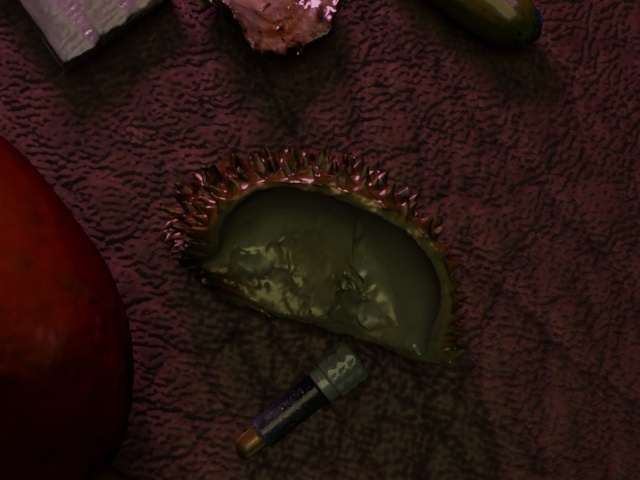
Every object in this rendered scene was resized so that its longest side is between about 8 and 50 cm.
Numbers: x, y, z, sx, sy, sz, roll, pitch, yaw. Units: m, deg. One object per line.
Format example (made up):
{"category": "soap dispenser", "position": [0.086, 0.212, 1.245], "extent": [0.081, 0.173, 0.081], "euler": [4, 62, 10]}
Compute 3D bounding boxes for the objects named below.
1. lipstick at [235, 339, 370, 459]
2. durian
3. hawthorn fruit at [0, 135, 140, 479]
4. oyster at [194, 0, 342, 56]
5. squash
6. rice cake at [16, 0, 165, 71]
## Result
{"category": "lipstick", "position": [-0.018, 0.123, 0.729], "extent": [0.116, 0.037, 0.037], "euler": [-38, 83, -4]}
{"category": "durian", "position": [0.000, 0.000, 0.708], "extent": [0.252, 0.144, 0.139], "euler": [14, 92, -1]}
{"category": "hawthorn fruit", "position": [-0.238, 0.077, 0.623], "extent": [0.307, 0.265, 0.265], "euler": [39, 81, -8]}
{"category": "oyster", "position": [-0.057, -0.224, 0.781], "extent": [0.105, 0.056, 0.177], "euler": [-35, 83, -19]}
{"category": "squash", "position": [0.101, -0.216, 0.785], "extent": [0.183, 0.052, 0.052], "euler": [39, 81, 4]}
{"category": "rice cake", "position": [-0.225, -0.260, 0.788], "extent": [0.127, 0.043, 0.237], "euler": [-39, 84, -9]}
